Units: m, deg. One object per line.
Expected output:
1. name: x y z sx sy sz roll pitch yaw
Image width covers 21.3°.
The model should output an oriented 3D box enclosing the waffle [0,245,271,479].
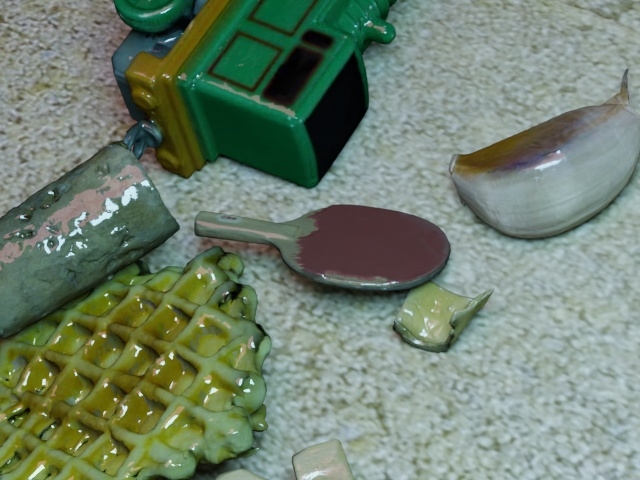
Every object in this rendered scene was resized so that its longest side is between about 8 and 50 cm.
1. waffle: -0.181 0.128 1.488 0.297 0.073 0.317 -19 37 6

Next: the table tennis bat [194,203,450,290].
1. table tennis bat: 0.000 0.000 1.532 0.234 0.022 0.131 7 32 12

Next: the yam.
1. yam: -0.231 0.000 1.537 0.194 0.107 0.107 -34 51 -7

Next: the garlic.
1. garlic: 0.218 -0.079 1.517 0.198 0.090 0.128 -33 38 0

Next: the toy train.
1. toy train: -0.040 -0.223 1.666 0.249 0.178 0.429 24 66 22

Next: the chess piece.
1. chess piece: -0.059 0.229 1.394 0.200 0.090 0.090 -16 50 -1

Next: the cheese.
1. cheese: 0.112 0.064 1.473 0.084 0.041 0.060 -2 44 43
